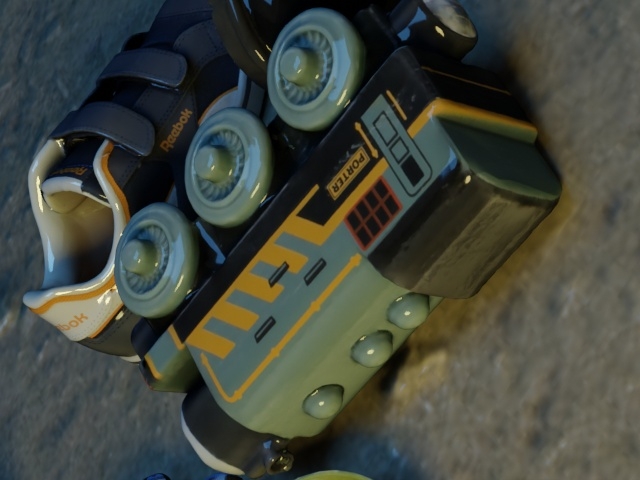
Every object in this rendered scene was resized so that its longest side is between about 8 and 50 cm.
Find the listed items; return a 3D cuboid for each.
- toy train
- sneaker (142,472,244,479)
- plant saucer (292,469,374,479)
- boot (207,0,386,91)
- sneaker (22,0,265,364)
[{"bbox_3d":[0.000,0.000,1.052,0.334,0.142,0.190,-49,52,25],"label":"toy train"},{"bbox_3d":[-0.111,0.189,1.154,0.162,0.063,0.073,-32,48,38],"label":"sneaker"},{"bbox_3d":[0.004,0.260,1.002,0.241,0.037,0.241,-24,57,43],"label":"plant saucer"},{"bbox_3d":[0.067,-0.272,1.070,0.260,0.131,0.347,-10,61,48],"label":"boot"},{"bbox_3d":[-0.132,-0.074,1.247,0.126,0.127,0.321,-6,68,51],"label":"sneaker"}]
